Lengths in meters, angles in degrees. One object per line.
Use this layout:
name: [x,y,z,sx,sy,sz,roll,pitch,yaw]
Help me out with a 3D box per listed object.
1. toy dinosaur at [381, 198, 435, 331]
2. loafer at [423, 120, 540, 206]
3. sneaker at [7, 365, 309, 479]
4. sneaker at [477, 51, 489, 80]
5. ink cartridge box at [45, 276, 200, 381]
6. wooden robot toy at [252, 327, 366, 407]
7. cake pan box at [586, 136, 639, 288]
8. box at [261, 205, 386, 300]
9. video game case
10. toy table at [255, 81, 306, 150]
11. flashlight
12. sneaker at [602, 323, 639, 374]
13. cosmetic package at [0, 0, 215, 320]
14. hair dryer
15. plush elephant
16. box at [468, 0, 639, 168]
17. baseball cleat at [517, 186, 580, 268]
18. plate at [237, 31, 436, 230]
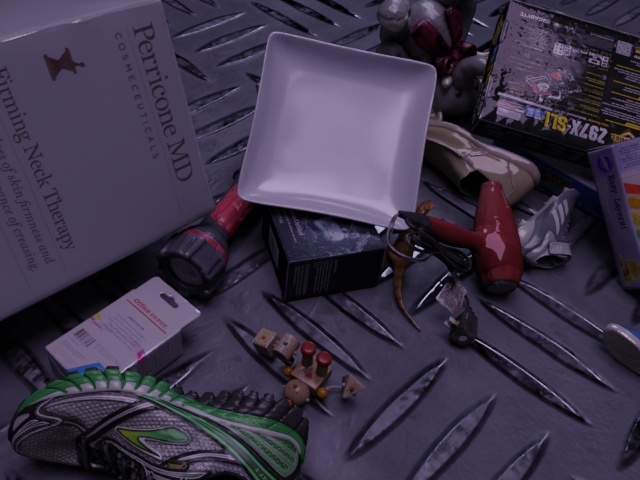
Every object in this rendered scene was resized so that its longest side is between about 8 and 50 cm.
toy dinosaur: [0.126,0.030,1.034,0.064,0.112,0.211,15,83,-24]
loafer: [0.269,-0.142,1.210,0.269,0.102,0.092,25,71,26]
sneaker: [-0.188,0.242,0.743,0.344,0.134,0.146,7,45,-1]
sneaker: [0.402,-0.382,1.483,0.211,0.081,0.080,22,45,12]
ink cartridge box: [-0.262,0.139,0.886,0.104,0.061,0.181,35,51,24]
wooden robot toy: [-0.030,0.183,0.872,0.173,0.076,0.079,28,59,20]
cake pan box: [0.602,-0.066,1.105,0.267,0.070,0.245,-14,92,-20]
box: [0.000,0.000,1.040,0.158,0.093,0.156,-8,47,-17]
video game case: [0.521,-0.175,1.304,0.269,0.061,0.244,37,53,25]
toy table: [0.000,-0.205,1.164,0.161,0.252,0.274,-23,61,-6]
flashlight: [-0.145,-0.040,1.053,0.103,0.103,0.304,20,47,14]
sneaker: [0.502,0.162,0.965,0.152,0.058,0.085,38,58,22]
cosmetic package: [-0.425,-0.142,0.905,0.394,0.329,0.327,-31,38,-30]
hair dryer: [0.237,-0.003,1.014,0.223,0.080,0.293,57,46,-13]
plush elephant: [0.257,-0.374,1.353,0.272,0.330,0.255,-36,81,-21]
box: [0.464,-0.278,1.201,0.322,0.079,0.257,16,79,1]
baseball cleat: [0.410,-0.015,1.138,0.206,0.072,0.109,-33,71,-28]
plate: [0.029,-0.170,1.029,0.278,0.045,0.277,11,82,-3]
